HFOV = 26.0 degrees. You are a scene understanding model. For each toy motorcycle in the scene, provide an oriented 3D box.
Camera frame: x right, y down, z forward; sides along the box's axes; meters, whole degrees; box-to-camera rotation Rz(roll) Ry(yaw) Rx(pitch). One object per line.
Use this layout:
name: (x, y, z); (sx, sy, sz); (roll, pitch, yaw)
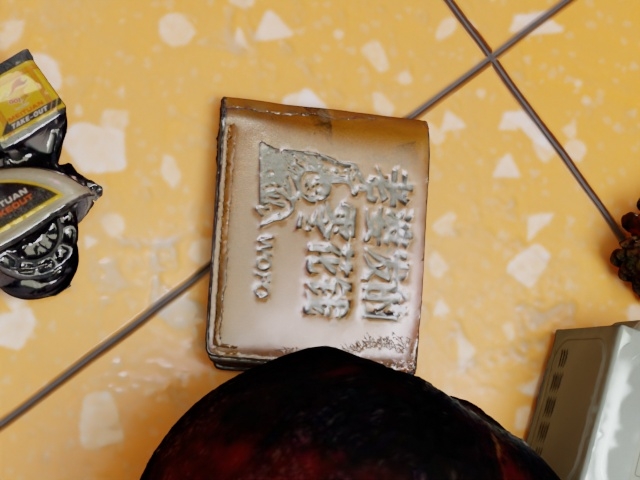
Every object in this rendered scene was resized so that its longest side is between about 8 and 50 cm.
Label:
toy motorcycle: (-0.267, 0.003, 0.910); (0.263, 0.091, 0.157); (-33, 84, -16)

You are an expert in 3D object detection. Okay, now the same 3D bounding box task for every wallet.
wallet: (0.002, 0.000, 0.992); (0.161, 0.042, 0.195); (5, 83, -12)

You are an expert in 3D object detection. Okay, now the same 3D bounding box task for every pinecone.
pinecone: (0.278, 0.003, 1.031); (0.109, 0.102, 0.102); (-32, 92, -24)

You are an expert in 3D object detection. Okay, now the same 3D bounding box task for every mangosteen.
mangosteen: (0.010, 0.216, 0.845); (0.300, 0.300, 0.300); (1, 84, -13)

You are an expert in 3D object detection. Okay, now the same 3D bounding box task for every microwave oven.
microwave oven: (0.265, 0.155, 0.994); (0.208, 0.122, 0.162); (19, 80, -11)
